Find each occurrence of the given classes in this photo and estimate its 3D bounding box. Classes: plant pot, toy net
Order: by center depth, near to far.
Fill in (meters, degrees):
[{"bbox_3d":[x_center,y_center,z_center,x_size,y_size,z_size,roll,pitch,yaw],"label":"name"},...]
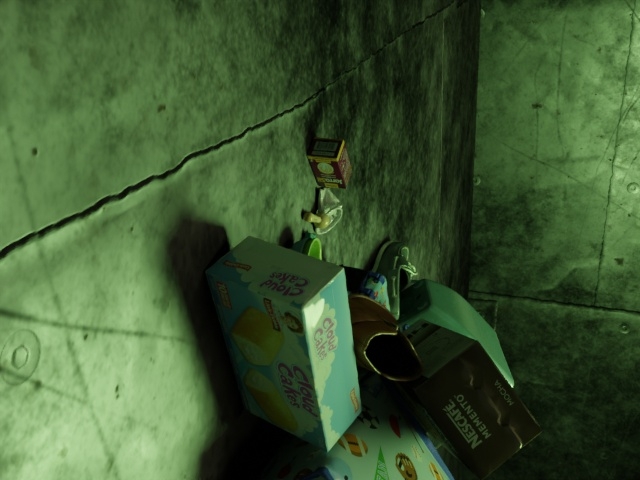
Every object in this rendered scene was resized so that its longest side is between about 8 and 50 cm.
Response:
[{"bbox_3d":[0.000,0.000,1.212,0.232,0.045,0.122,-62,151,-48],"label":"toy net"},{"bbox_3d":[0.252,0.240,1.659,0.252,0.247,0.248,51,16,-17],"label":"plant pot"}]

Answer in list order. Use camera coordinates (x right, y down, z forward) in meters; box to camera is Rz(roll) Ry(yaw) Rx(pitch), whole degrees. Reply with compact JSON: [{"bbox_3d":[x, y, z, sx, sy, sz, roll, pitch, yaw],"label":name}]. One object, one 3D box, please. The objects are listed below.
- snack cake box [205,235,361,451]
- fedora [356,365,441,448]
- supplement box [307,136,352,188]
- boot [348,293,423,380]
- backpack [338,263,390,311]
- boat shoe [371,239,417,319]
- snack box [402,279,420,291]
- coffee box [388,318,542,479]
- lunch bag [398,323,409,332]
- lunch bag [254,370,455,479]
[{"bbox_3d":[-0.040,0.137,0.943,0.089,0.152,0.264,-42,138,-37],"label":"snack cake box"},{"bbox_3d":[0.122,0.295,1.390,0.124,0.276,0.243,-99,-152,-57],"label":"fedora"},{"bbox_3d":[0.017,-0.130,1.209,0.083,0.055,0.043,67,36,-54],"label":"supplement box"},{"bbox_3d":[0.082,0.144,1.087,0.283,0.220,0.109,32,83,-42],"label":"boot"},{"bbox_3d":[0.044,0.147,1.277,0.173,0.117,0.158,-54,144,-51],"label":"backpack"},{"bbox_3d":[0.168,0.094,1.643,0.319,0.099,0.116,-49,140,-59],"label":"boat shoe"},{"bbox_3d":[0.240,0.210,1.932,0.174,0.070,0.207,7,88,-71],"label":"snack box"},{"bbox_3d":[0.200,0.236,1.141,0.168,0.119,0.297,54,-6,-4],"label":"coffee box"},{"bbox_3d":[0.120,0.248,1.497,0.096,0.129,0.151,-61,149,-59],"label":"lunch bag"},{"bbox_3d":[0.082,0.458,1.108,0.385,0.239,0.328,53,27,-3],"label":"lunch bag"}]
